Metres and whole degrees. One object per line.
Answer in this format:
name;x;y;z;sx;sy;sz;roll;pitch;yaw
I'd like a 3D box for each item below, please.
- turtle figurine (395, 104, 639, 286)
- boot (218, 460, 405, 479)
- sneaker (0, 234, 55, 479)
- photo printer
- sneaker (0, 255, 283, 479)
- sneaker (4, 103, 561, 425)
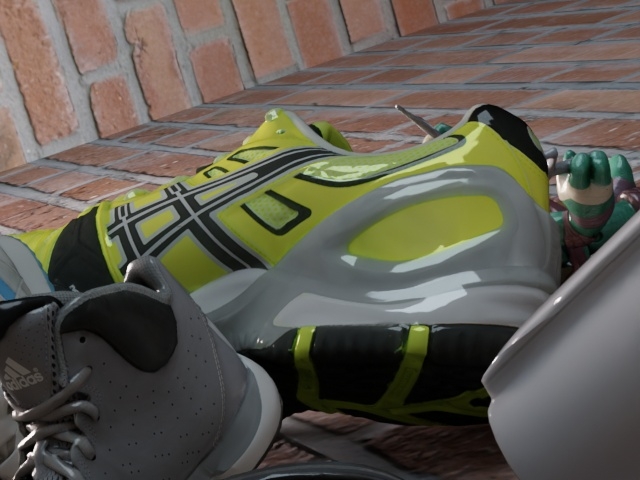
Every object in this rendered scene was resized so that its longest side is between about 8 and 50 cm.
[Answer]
turtle figurine;0.125;-0.017;1.097;0.234;0.118;0.175;-6;17;-38
boot;-0.050;0.174;0.511;0.263;0.091;0.229;-26;19;-9
sneaker;-0.148;0.078;0.879;0.092;0.087;0.228;5;30;-47
photo printer;0.227;-0.032;0.692;0.256;0.107;0.307;-26;-18;-48
sneaker;-0.113;0.093;0.721;0.086;0.132;0.229;-9;34;39
sneaker;-0.039;0.015;0.986;0.384;0.147;0.145;-1;-24;31
